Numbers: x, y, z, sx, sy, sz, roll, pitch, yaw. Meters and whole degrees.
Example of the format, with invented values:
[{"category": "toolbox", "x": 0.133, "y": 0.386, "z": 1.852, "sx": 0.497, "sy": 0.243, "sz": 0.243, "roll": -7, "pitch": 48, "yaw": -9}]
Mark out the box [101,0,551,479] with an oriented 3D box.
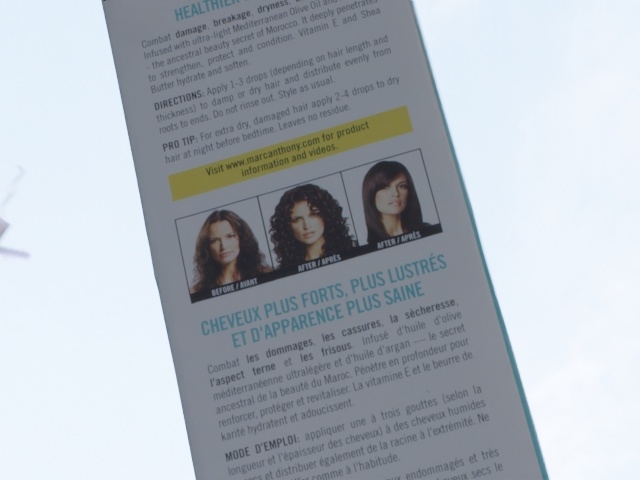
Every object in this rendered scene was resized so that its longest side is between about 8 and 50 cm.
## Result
[{"category": "box", "x": 0.000, "y": 0.000, "z": 0.561, "sx": 0.100, "sy": 0.060, "sz": 0.244, "roll": -16, "pitch": -115, "yaw": 5}]
